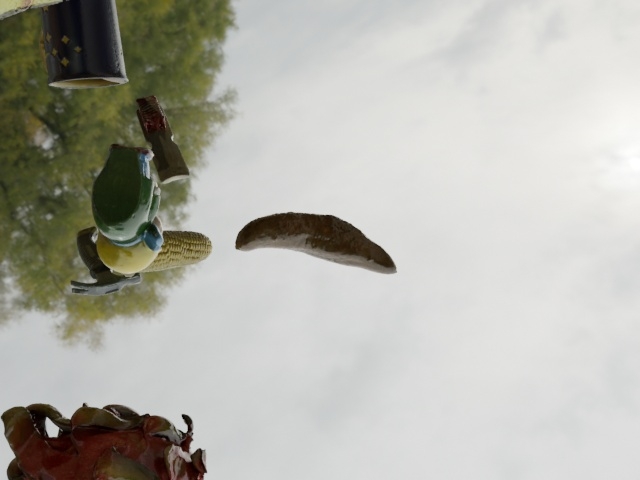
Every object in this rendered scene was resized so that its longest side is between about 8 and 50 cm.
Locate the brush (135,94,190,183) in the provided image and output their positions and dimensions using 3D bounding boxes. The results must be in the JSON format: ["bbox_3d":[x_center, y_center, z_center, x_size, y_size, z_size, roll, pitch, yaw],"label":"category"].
[{"bbox_3d":[-0.334,-0.219,1.473,0.060,0.050,0.321,-16,-139,-13],"label":"brush"}]

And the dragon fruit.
[{"bbox_3d":[-0.299,0.346,1.018,0.243,0.227,0.307,-5,-139,-46],"label":"dragon fruit"}]

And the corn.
[{"bbox_3d":[-0.394,0.025,1.747,0.106,0.106,0.305,-2,180,37],"label":"corn"}]

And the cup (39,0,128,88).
[{"bbox_3d":[-0.588,-0.484,1.635,0.255,0.256,0.178,-5,-174,14],"label":"cup"}]

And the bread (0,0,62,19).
[{"bbox_3d":[-0.329,-0.382,0.729,0.168,0.163,0.264,-39,170,-50],"label":"bread"}]

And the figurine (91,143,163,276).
[{"bbox_3d":[-0.331,-0.046,1.230,0.128,0.234,0.185,-3,-113,-1],"label":"figurine"}]

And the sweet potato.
[{"bbox_3d":[-0.002,-0.004,1.477,0.342,0.092,0.114,11,-118,-8],"label":"sweet potato"}]

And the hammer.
[{"bbox_3d":[-0.557,0.051,1.761,0.159,0.041,0.226,-15,-135,-27],"label":"hammer"}]
